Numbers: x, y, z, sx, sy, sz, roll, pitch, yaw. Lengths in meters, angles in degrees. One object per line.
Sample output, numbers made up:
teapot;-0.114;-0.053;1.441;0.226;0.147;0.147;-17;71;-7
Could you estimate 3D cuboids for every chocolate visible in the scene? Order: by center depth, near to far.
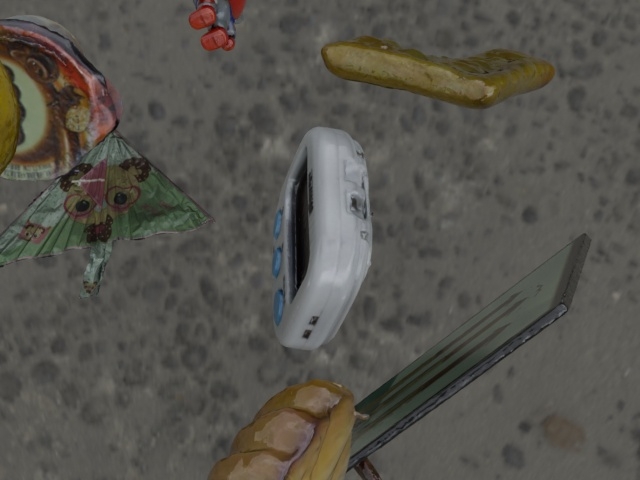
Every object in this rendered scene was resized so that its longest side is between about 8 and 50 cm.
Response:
chocolate;-0.330;-0.187;1.645;0.221;0.221;0.147;11;37;1

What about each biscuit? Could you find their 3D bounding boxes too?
biscuit;-0.036;0.164;0.787;0.061;0.183;0.118;23;21;26
biscuit;0.111;-0.164;1.344;0.183;0.039;0.174;16;22;22

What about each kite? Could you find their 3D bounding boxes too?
kite;-0.270;-0.030;1.746;0.323;0.268;0.013;-12;45;-27

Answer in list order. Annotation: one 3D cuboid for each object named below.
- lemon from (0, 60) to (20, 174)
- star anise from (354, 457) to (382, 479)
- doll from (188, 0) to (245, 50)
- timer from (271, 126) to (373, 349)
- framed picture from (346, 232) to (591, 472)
lemon;-0.392;-0.120;1.377;0.204;0.260;0.204;-3;97;-24
star anise;0.063;0.238;1.329;0.140;0.158;0.144;-22;71;30
doll;-0.110;-0.264;1.522;0.104;0.062;0.195;42;26;-24
timer;-0.001;0.000;1.853;0.087;0.237;0.262;9;53;-15
framed picture;0.068;0.115;1.085;0.324;0.244;0.013;-39;90;18
